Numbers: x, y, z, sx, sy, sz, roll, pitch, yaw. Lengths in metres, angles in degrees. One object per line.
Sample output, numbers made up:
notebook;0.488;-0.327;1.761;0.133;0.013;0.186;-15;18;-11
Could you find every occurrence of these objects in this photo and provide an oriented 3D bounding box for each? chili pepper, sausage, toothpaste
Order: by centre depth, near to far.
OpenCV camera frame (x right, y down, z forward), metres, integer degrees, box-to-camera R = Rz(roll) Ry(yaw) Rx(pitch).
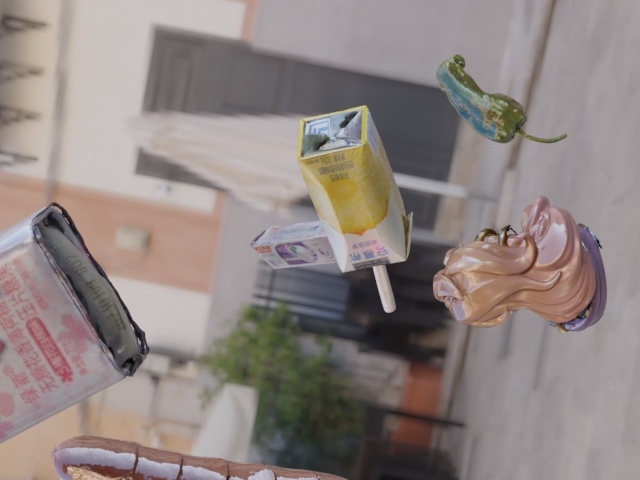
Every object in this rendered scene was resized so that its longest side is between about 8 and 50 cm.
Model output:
toothpaste;0.000;0.000;1.770;0.196;0.047;0.040;-7;44;52
sausage;-0.133;0.300;1.947;0.088;0.433;0.088;7;-90;-71
chili pepper;0.236;-0.182;2.232;0.073;0.204;0.072;-53;-28;9

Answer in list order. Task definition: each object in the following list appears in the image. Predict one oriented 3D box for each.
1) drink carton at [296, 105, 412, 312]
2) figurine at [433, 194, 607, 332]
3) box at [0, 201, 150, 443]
drink carton;0.040;-0.026;1.484;0.074;0.084;0.200;-90;-16;-48
figurine;0.178;0.024;1.402;0.114;0.157;0.126;-42;53;46
box;-0.372;0.126;1.626;0.190;0.369;0.112;58;-164;-10
